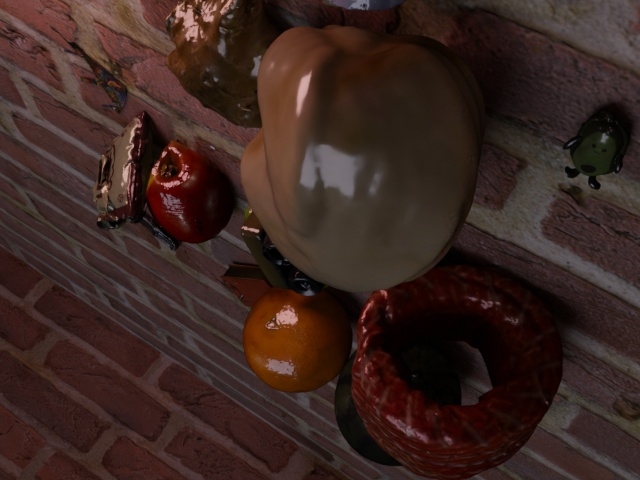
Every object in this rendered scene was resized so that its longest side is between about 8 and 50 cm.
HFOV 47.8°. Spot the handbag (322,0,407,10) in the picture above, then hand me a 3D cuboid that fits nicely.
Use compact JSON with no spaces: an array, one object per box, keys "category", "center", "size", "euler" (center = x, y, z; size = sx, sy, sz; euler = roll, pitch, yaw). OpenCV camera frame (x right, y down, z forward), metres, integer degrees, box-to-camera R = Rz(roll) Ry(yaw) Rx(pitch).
[{"category":"handbag","center":[0.048,-0.335,0.807],"size":[0.117,0.095,0.173],"euler":[28,146,31]}]

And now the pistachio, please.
[{"category":"pistachio","center":[0.041,-0.110,0.970],"size":[0.445,0.281,0.365],"euler":[-36,78,56]}]

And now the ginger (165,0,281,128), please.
[{"category":"ginger","center":[-0.134,-0.295,1.068],"size":[0.219,0.123,0.270],"euler":[30,144,7]}]

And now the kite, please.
[{"category":"kite","center":[-0.466,-0.334,1.542],"size":[0.160,0.010,0.183],"euler":[18,149,34]}]

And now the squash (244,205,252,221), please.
[{"category":"squash","center":[-0.099,-0.010,1.568],"size":[0.066,0.066,0.201],"euler":[11,151,42]}]

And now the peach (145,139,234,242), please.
[{"category":"peach","center":[-0.282,-0.070,1.590],"size":[0.159,0.154,0.267],"euler":[28,153,16]}]

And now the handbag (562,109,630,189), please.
[{"category":"handbag","center":[0.332,-0.114,0.860],"size":[0.072,0.047,0.111],"euler":[28,155,16]}]

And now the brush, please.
[{"category":"brush","center":[-0.081,0.003,1.494],"size":[0.059,0.123,0.197],"euler":[12,146,34]}]

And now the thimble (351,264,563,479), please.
[{"category":"thimble","center":[0.225,0.227,1.241],"size":[0.350,0.350,0.230],"euler":[28,156,19]}]

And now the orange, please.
[{"category":"orange","center":[-0.054,0.224,1.678],"size":[0.261,0.261,0.261],"euler":[29,154,16]}]

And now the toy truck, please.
[{"category":"toy truck","center":[0.000,0.000,1.389],"size":[0.165,0.147,0.224],"euler":[-6,139,24]}]

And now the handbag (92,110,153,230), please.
[{"category":"handbag","center":[-0.428,-0.146,1.600],"size":[0.127,0.235,0.213],"euler":[10,167,-31]}]

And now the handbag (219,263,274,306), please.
[{"category":"handbag","center":[-0.162,0.123,1.875],"size":[0.190,0.063,0.127],"euler":[3,139,46]}]

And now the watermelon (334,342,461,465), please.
[{"category":"watermelon","center":[0.168,0.346,1.578],"size":[0.279,0.279,0.359],"euler":[31,150,11]}]

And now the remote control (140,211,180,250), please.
[{"category":"remote control","center":[-0.484,-0.046,2.031],"size":[0.212,0.028,0.059],"euler":[38,156,-3]}]
